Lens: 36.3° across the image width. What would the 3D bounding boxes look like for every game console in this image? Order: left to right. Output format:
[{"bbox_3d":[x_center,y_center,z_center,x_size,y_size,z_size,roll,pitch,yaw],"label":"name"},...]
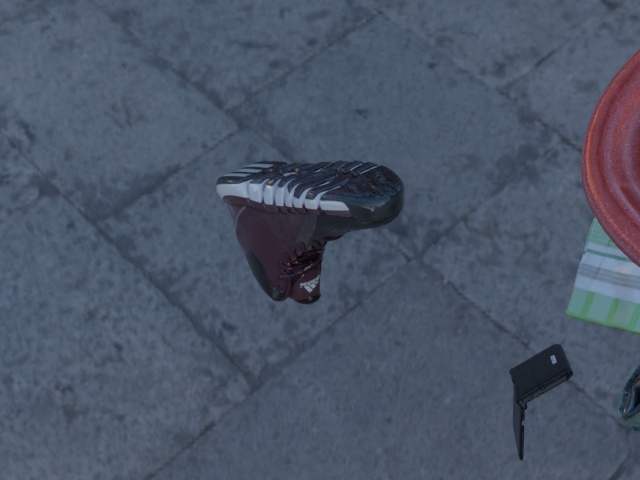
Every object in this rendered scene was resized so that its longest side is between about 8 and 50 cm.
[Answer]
[{"bbox_3d":[0.264,0.191,1.174,0.107,0.122,0.071,-32,95,11],"label":"game console"}]

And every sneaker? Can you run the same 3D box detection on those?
[{"bbox_3d":[0.000,0.000,1.086,0.106,0.162,0.281,-24,20,-33],"label":"sneaker"}]

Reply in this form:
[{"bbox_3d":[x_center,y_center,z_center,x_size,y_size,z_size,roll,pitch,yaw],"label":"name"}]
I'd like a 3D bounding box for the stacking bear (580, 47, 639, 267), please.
[{"bbox_3d":[0.286,0.004,0.543,0.164,0.289,0.175,18,79,51],"label":"stacking bear"}]

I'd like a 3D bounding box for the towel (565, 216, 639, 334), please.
[{"bbox_3d":[0.315,0.016,0.996,0.113,0.023,0.152,14,83,51],"label":"towel"}]

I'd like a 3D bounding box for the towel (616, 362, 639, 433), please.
[{"bbox_3d":[0.440,0.068,0.747,0.370,0.271,0.040,12,27,-16],"label":"towel"}]
